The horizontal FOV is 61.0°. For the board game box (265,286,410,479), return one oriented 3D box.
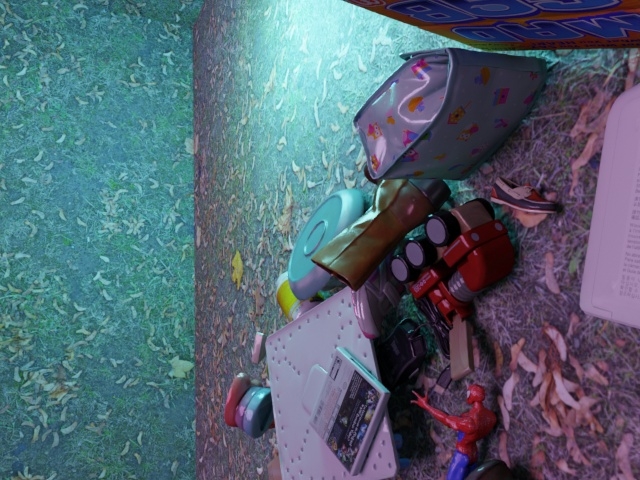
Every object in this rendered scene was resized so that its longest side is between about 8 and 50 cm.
[{"bbox_3d":[0.016,0.348,1.226,0.390,0.050,0.390,-38,54,43],"label":"board game box"}]

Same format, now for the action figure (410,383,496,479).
[{"bbox_3d":[0.226,0.370,0.960,0.139,0.091,0.281,24,109,49],"label":"action figure"}]

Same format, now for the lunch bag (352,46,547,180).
[{"bbox_3d":[0.215,-0.221,0.907,0.262,0.223,0.160,-47,54,52],"label":"lunch bag"}]

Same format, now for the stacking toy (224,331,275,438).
[{"bbox_3d":[-0.115,0.412,1.514,0.130,0.309,0.280,15,80,24],"label":"stacking toy"}]

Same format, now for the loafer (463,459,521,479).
[{"bbox_3d":[0.277,0.523,0.834,0.130,0.133,0.366,8,99,52],"label":"loafer"}]

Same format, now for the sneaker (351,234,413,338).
[{"bbox_3d":[0.137,0.079,1.098,0.111,0.103,0.252,2,61,25],"label":"sneaker"}]

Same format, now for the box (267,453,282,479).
[{"bbox_3d":[-0.025,0.603,1.416,0.311,0.121,0.148,-57,39,46],"label":"box"}]

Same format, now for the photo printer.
[{"bbox_3d":[0.427,-0.041,0.588,0.256,0.107,0.308,14,99,63],"label":"photo printer"}]

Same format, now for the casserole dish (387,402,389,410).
[{"bbox_3d":[0.108,0.360,1.271,0.188,0.037,0.114,-115,37,-45],"label":"casserole dish"}]

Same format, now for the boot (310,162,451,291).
[{"bbox_3d":[0.094,-0.042,1.125,0.280,0.096,0.264,-45,42,-6],"label":"boot"}]

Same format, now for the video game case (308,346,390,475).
[{"bbox_3d":[0.054,0.345,1.114,0.173,0.022,0.191,35,109,52],"label":"video game case"}]

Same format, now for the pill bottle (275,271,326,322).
[{"bbox_3d":[-0.053,0.173,1.528,0.215,0.117,0.117,49,130,54],"label":"pill bottle"}]

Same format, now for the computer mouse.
[{"bbox_3d":[0.197,0.243,1.090,0.262,0.060,0.184,-63,38,30],"label":"computer mouse"}]

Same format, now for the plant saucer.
[{"bbox_3d":[0.000,0.000,1.379,0.318,0.043,0.318,-50,22,29],"label":"plant saucer"}]

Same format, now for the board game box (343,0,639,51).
[{"bbox_3d":[0.265,-0.436,0.615,0.356,0.356,0.356,23,108,51],"label":"board game box"}]

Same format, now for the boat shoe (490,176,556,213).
[{"bbox_3d":[0.325,-0.071,0.872,0.137,0.049,0.043,-142,62,-65],"label":"boat shoe"}]

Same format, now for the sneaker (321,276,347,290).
[{"bbox_3d":[0.047,0.082,1.370,0.229,0.087,0.092,129,137,-52],"label":"sneaker"}]

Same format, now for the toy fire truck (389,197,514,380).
[{"bbox_3d":[0.243,0.086,0.938,0.246,0.158,0.217,59,148,18],"label":"toy fire truck"}]
